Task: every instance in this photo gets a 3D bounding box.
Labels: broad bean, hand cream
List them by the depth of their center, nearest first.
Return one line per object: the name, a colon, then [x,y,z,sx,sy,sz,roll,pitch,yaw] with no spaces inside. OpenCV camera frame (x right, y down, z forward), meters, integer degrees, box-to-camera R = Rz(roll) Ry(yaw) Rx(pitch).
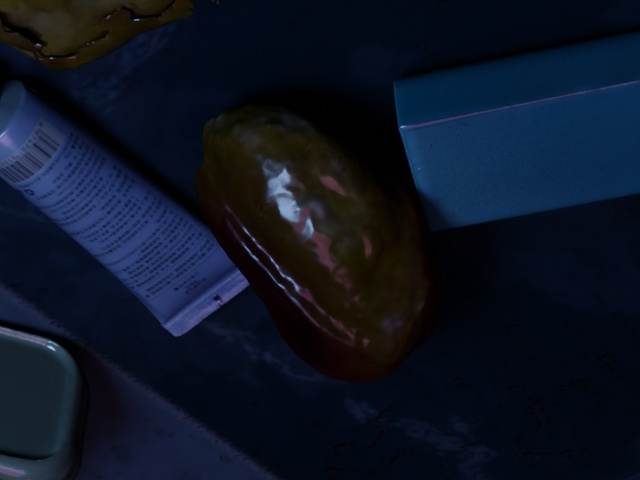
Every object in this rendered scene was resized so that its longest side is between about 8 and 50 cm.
broad bean: [0.001,-0.002,1.343,0.122,0.156,0.228,-38,116,-16]
hand cream: [-0.154,-0.026,1.366,0.091,0.058,0.271,-38,127,14]

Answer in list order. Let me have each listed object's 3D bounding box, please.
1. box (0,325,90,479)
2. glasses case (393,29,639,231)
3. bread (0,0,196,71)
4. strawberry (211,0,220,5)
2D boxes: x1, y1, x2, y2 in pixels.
box: [-0.324,0.143,1.469,0.274,0.138,0.178,18,135,-14]
glasses case: [0.205,-0.088,1.313,0.301,0.070,0.117,-11,139,6]
bread: [-0.167,-0.248,1.063,0.277,0.167,0.324,-25,120,20]
strawberry: [-0.067,-0.187,1.212,0.083,0.073,0.073,41,120,-16]
